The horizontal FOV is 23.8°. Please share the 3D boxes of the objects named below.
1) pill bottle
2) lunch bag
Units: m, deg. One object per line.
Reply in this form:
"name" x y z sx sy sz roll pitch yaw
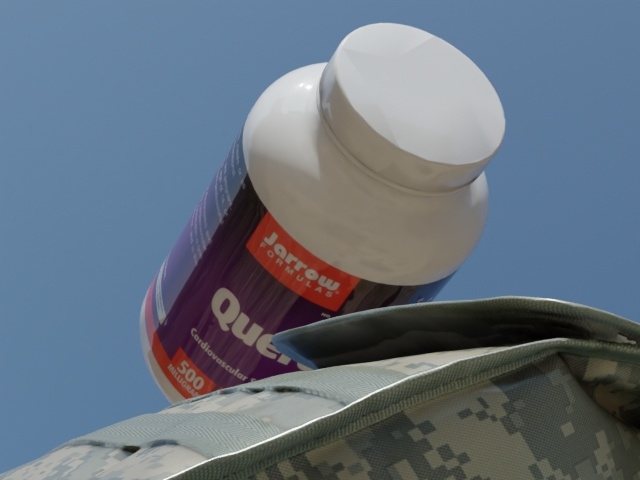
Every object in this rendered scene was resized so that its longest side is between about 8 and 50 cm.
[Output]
"pill bottle" 0.000 0.000 1.090 0.181 0.181 0.323 45 -44 11
"lunch bag" 0.025 0.115 0.595 0.235 0.287 0.169 -15 -87 60
